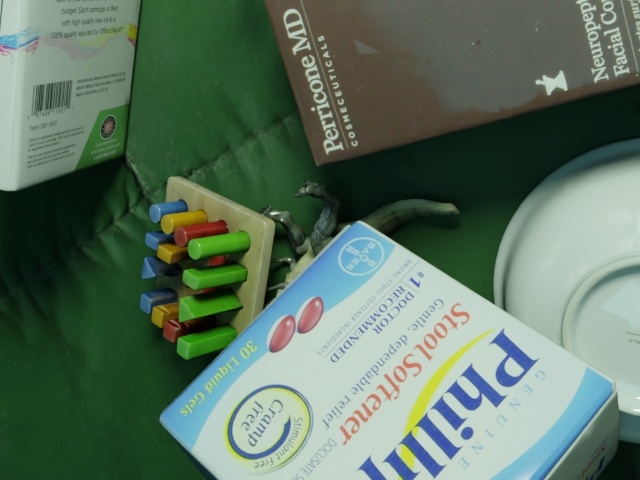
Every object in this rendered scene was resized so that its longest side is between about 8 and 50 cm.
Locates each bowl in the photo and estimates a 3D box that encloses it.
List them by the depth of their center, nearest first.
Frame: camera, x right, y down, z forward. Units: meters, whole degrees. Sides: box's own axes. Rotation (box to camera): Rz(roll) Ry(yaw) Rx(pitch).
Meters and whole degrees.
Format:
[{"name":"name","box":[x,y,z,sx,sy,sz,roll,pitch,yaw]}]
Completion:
[{"name":"bowl","box":[0.291,0.065,0.814,0.297,0.134,0.298,6,107,18]}]

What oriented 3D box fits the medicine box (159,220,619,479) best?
[{"name":"medicine box","box":[0.061,0.170,0.799,0.289,0.263,0.149,33,159,35]}]

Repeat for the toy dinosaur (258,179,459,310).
[{"name":"toy dinosaur","box":[0.000,0.000,0.944,0.268,0.064,0.118,-37,105,25]}]

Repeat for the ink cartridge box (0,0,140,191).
[{"name":"ink cartridge box","box":[-0.277,-0.210,0.907,0.117,0.201,0.278,16,110,15]}]

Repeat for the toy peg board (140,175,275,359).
[{"name":"toy peg board","box":[-0.139,0.034,0.962,0.160,0.079,0.161,25,114,38]}]

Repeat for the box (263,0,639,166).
[{"name":"box","box":[0.156,-0.207,0.783,0.381,0.143,0.191,-13,103,25]}]
